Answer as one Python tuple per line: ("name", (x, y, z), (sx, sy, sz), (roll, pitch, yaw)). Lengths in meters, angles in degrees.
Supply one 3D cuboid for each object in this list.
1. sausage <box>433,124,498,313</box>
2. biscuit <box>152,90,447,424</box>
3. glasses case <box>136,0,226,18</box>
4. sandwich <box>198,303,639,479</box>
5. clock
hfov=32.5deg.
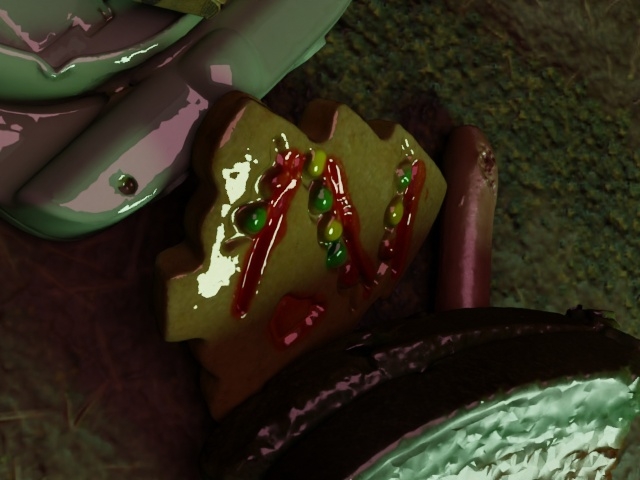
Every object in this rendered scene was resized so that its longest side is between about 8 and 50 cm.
("sausage", (0.099, 0.010, 0.749), (0.043, 0.043, 0.186), (7, 81, -23))
("biscuit", (0.000, 0.000, 0.664), (0.239, 0.041, 0.212), (-23, 124, -38))
("glasses case", (-0.075, -0.209, 0.584), (0.065, 0.041, 0.170), (9, 77, -24))
("sandwich", (0.074, 0.146, 0.665), (0.292, 0.109, 0.212), (3, 103, -27))
("clock", (-0.159, -0.183, 0.623), (0.324, 0.108, 0.265), (46, 69, -12))
